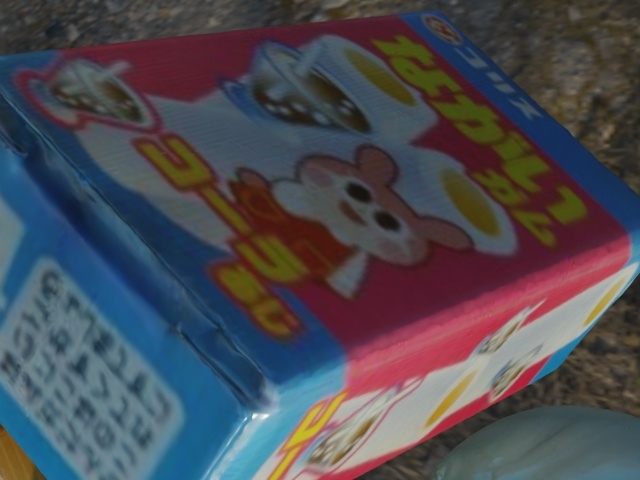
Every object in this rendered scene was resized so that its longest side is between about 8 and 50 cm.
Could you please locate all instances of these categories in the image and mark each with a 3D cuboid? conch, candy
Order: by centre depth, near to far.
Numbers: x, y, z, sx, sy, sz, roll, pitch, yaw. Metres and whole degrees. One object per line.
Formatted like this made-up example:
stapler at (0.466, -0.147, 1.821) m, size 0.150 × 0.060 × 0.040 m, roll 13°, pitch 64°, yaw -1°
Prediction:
candy at (0.000, 0.001, 0.606) m, size 0.157 × 0.100 × 0.306 m, roll 45°, pitch 32°, yaw 19°
conch at (0.173, 0.178, 1.046) m, size 0.221 × 0.185 × 0.121 m, roll -7°, pitch 110°, yaw 16°

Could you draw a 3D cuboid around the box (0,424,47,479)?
box at (-0.191, 0.099, 0.930) m, size 0.152 × 0.237 × 0.070 m, roll -13°, pitch 104°, yaw 23°
